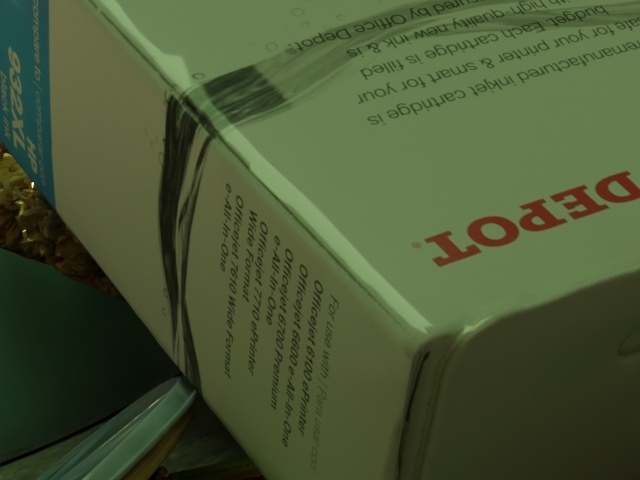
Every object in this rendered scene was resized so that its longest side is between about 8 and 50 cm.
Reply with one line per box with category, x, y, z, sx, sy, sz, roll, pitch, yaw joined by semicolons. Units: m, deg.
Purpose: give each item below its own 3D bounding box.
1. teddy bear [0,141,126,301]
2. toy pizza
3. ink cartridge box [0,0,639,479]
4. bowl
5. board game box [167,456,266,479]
teddy bear;-0.052;-0.010;0.840;0.245;0.113;0.338;22;-3;-30
toy pizza;-0.117;0.125;0.633;0.201;0.032;0.201;-39;4;3
ink cartridge box;0.034;-0.038;0.644;0.223;0.129;0.307;-17;44;-28
bowl;-0.230;0.026;1.052;0.311;0.163;0.311;-18;13;4
board game box;-0.035;0.129;0.591;0.092;0.043;0.181;-15;13;18
